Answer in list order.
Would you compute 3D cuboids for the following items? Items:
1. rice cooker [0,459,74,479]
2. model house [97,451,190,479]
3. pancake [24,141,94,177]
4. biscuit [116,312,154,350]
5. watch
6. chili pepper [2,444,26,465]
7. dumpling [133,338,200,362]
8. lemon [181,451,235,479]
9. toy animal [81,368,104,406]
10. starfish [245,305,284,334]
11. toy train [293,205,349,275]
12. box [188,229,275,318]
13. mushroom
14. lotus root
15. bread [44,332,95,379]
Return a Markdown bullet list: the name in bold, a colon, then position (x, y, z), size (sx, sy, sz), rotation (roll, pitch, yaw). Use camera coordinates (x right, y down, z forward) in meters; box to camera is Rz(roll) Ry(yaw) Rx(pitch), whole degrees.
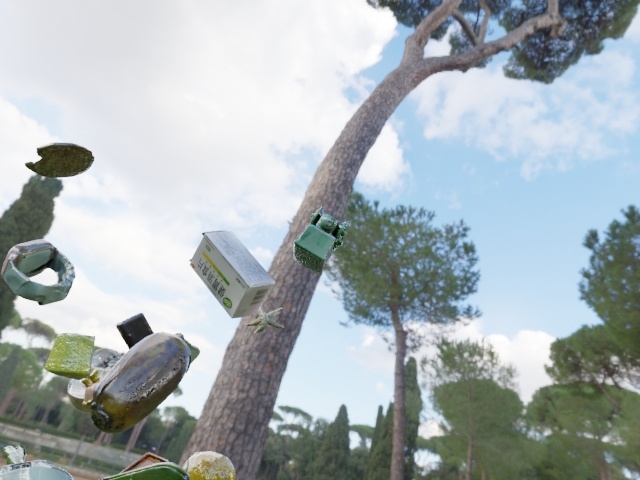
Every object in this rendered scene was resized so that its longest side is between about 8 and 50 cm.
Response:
- **rice cooker**: position (-0.654, 0.660, 0.950), size (0.265, 0.316, 0.317), rotation (7, -23, -33)
- **model house**: position (-0.367, 0.615, 1.040), size (0.207, 0.154, 0.293), rotation (-16, -77, -2)
- **pancake**: position (-0.930, -0.284, 1.592), size (0.235, 0.029, 0.212), rotation (-27, -17, 28)
- **biscuit**: position (-0.700, 0.414, 1.757), size (0.070, 0.106, 0.252), rotation (-21, -82, 56)
- **watch**: position (-1.053, 0.128, 1.684), size (0.241, 0.253, 0.161), rotation (32, -72, 5)
- **chili pepper**: position (-1.059, 0.781, 1.524), size (0.085, 0.076, 0.359), rotation (37, -22, -24)
- **dumpling**: position (-0.590, 0.454, 1.591), size (0.212, 0.270, 0.321), rotation (38, -31, -9)
- **lemon**: position (-0.502, 1.054, 1.954), size (0.288, 0.233, 0.233), rotation (-24, -47, 33)
- **toy animal**: position (-0.785, 0.585, 1.636), size (0.229, 0.156, 0.156), rotation (53, -40, -8)
- **starfish**: position (-0.294, 0.409, 2.346), size (0.208, 0.175, 0.053), rotation (-16, -38, -22)
- **toy train**: position (0.000, 0.000, 1.668), size (0.145, 0.201, 0.266), rotation (31, -17, 7)
- **box**: position (-0.350, 0.122, 1.716), size (0.145, 0.333, 0.173), rotation (-5, -46, -53)
- **mushroom**: position (-0.887, 0.586, 1.800), size (0.195, 0.253, 0.188), rotation (12, -47, -2)
- **lotus root**: position (-0.523, 0.407, 1.327), size (0.179, 0.397, 0.195), rotation (33, -61, 5)
- **bread**: position (-0.649, 0.303, 1.160), size (0.111, 0.114, 0.129), rotation (17, -22, -25)
